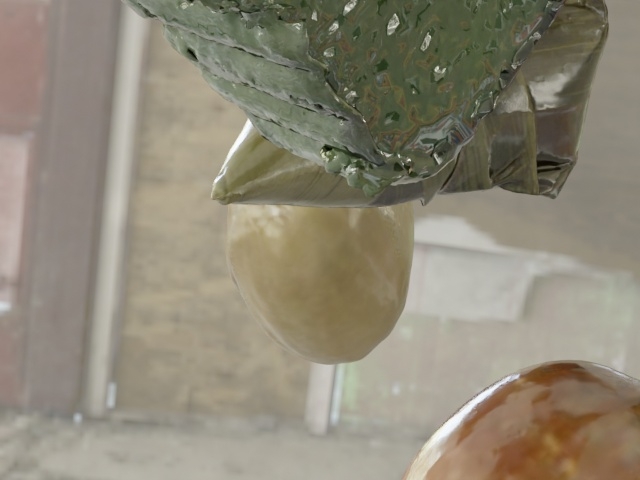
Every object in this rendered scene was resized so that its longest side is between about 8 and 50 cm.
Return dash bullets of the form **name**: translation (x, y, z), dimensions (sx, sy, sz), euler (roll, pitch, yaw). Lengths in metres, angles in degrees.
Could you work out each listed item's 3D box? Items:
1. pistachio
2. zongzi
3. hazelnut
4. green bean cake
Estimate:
- **pistachio**: translation (0.000, 0.000, 1.666), dimensions (0.181, 0.293, 0.162), euler (-26, 44, -13)
- **zongzi**: translation (-0.015, -0.120, 1.173), dimensions (0.317, 0.154, 0.289), euler (-14, 30, -36)
- **hazelnut**: translation (0.140, 0.168, 0.959), dimensions (0.214, 0.214, 0.176), euler (10, 12, 12)
- **green bean cake**: translation (0.018, -0.151, 0.811), dimensions (0.125, 0.222, 0.227), euler (20, -15, 44)
